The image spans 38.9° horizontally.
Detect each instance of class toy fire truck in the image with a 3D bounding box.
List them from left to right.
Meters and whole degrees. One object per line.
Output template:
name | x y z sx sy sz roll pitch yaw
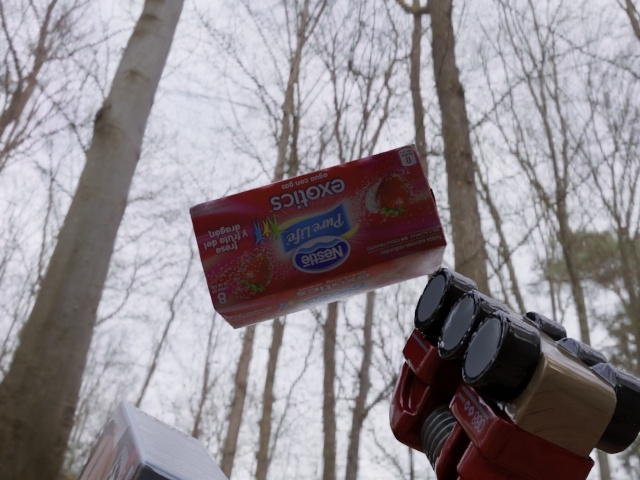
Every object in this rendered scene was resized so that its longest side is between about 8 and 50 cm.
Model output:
toy fire truck | 0.124 0.176 0.696 0.158 0.217 0.246 26 -84 -12

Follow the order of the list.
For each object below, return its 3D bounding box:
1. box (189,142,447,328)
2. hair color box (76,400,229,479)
box | 0.000 0.000 1.002 0.256 0.123 0.128 -16 -15 -1
hair color box | -0.180 0.281 0.863 0.113 0.185 0.374 30 -10 -11
